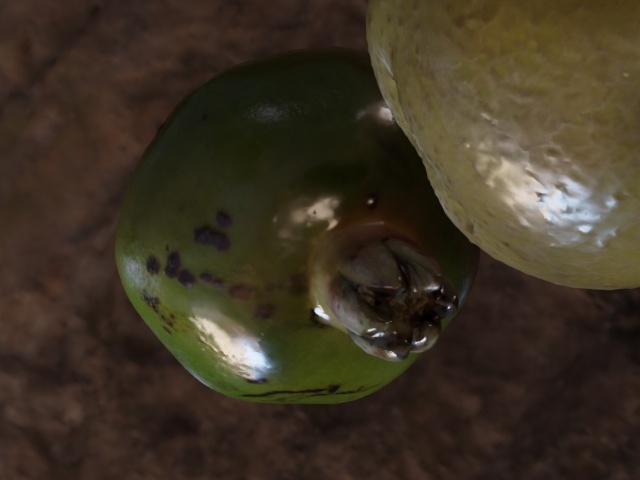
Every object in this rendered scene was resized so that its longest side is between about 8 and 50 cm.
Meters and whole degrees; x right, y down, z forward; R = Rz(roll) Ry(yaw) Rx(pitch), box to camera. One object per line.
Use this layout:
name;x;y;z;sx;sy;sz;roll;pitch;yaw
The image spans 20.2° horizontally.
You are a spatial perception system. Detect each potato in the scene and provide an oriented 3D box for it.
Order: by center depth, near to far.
potato;0.117;-0.067;0.586;0.194;0.157;0.157;-25;-150;5

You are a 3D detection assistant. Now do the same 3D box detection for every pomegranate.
pomegranate;0.000;0.000;0.848;0.180;0.180;0.209;-56;-154;0
